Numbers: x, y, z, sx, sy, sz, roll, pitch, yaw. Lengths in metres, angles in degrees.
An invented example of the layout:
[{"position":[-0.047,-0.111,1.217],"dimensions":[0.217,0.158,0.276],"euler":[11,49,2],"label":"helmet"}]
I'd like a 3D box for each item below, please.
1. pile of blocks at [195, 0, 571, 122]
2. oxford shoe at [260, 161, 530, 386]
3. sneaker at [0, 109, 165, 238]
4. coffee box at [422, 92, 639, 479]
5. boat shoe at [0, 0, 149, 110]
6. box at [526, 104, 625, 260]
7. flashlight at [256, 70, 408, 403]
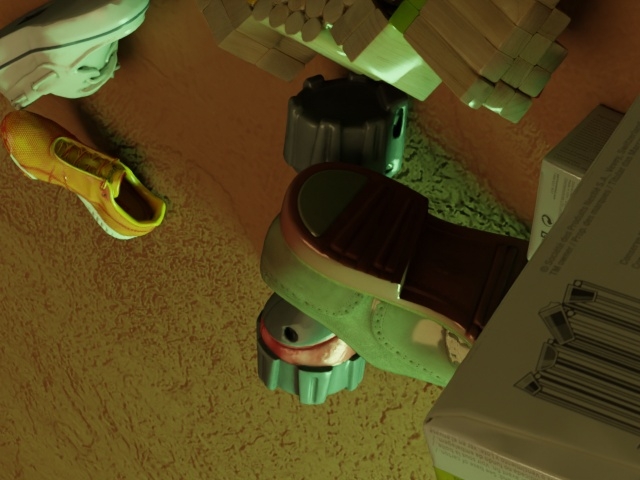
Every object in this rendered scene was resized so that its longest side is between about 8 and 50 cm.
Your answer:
[{"position":[0.060,-0.177,1.485],"dimensions":[0.362,0.149,0.113],"euler":[17,175,45],"label":"pile of blocks"},{"position":[0.113,0.064,1.577],"dimensions":[0.348,0.123,0.130],"euler":[32,144,-2],"label":"oxford shoe"},{"position":[-0.214,-0.068,1.822],"dimensions":[0.175,0.064,0.067],"euler":[34,145,-24],"label":"sneaker"},{"position":[0.311,0.143,1.257],"dimensions":[0.338,0.337,0.334],"euler":[20,148,30],"label":"coffee box"},{"position":[-0.213,-0.169,1.745],"dimensions":[0.258,0.095,0.084],"euler":[-7,120,57],"label":"boat shoe"},{"position":[0.218,-0.024,1.454],"dimensions":[0.102,0.087,0.101],"euler":[27,136,25],"label":"box"},{"position":[0.000,0.000,1.665],"dimensions":[0.103,0.103,0.304],"euler":[24,136,21],"label":"flashlight"}]
